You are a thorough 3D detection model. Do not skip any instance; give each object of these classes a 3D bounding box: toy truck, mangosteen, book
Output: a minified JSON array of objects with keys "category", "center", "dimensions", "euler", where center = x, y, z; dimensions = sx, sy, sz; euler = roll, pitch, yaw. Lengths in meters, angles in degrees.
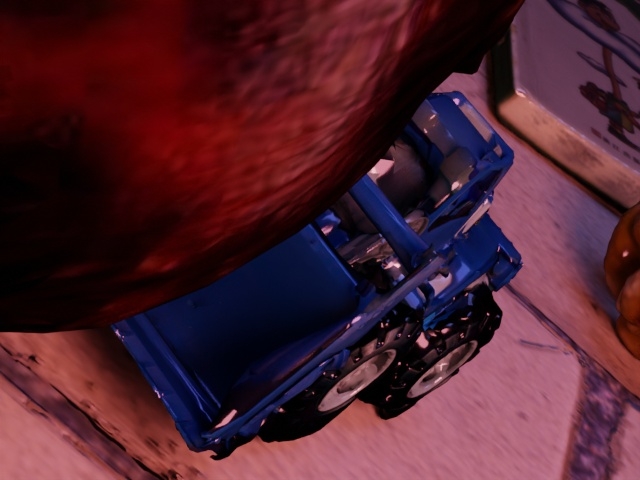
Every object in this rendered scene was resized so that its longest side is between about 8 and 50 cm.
[{"category":"toy truck","center":[0.000,0.000,0.739],"dimensions":[0.113,0.126,0.208],"euler":[52,28,15]},{"category":"mangosteen","center":[-0.126,-0.155,0.554],"dimensions":[0.421,0.381,0.381],"euler":[7,13,25]},{"category":"book","center":[0.215,-0.108,1.311],"dimensions":[0.260,0.043,0.371],"euler":[35,28,-17]}]

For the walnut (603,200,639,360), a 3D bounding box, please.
[{"category":"walnut","center":[0.212,0.052,1.037],"dimensions":[0.170,0.069,0.143],"euler":[47,25,3]}]
